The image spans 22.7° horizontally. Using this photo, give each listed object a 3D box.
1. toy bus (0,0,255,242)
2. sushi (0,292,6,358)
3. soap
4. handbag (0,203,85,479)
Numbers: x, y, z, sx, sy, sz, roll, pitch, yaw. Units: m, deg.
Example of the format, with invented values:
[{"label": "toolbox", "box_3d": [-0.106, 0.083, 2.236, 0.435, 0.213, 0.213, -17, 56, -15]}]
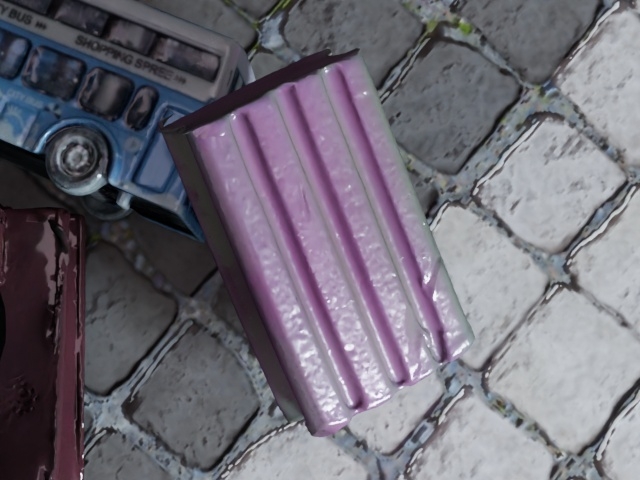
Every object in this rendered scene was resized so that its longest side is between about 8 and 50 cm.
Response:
[{"label": "toy bus", "box_3d": [-0.192, -0.108, 1.011, 0.297, 0.106, 0.131, 22, 81, 10]}, {"label": "sushi", "box_3d": [-0.288, 0.096, 0.883, 0.225, 0.218, 0.238, -19, 46, -30]}, {"label": "soap", "box_3d": [0.000, 0.000, 0.940, 0.122, 0.065, 0.203, -27, 107, -20]}, {"label": "handbag", "box_3d": [-0.251, 0.077, 1.006, 0.203, 0.074, 0.216, -2, 80, 5]}]
